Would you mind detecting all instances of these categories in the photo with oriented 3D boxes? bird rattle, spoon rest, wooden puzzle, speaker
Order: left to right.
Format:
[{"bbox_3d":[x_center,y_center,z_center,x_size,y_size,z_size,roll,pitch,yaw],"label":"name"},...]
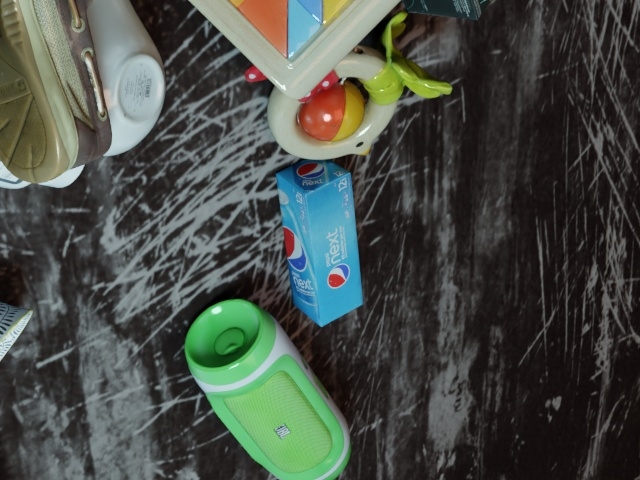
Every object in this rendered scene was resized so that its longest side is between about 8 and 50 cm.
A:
[{"bbox_3d":[-0.201,-0.223,1.452,0.137,0.084,0.276,-1,105,-55],"label":"spoon rest"},{"bbox_3d":[-0.063,0.202,1.834,0.131,0.131,0.296,-44,136,-11],"label":"speaker"},{"bbox_3d":[-0.030,-0.299,1.500,0.238,0.044,0.221,43,98,-15],"label":"wooden puzzle"},{"bbox_3d":[0.019,-0.174,1.676,0.253,0.143,0.207,-7,136,-35],"label":"bird rattle"}]

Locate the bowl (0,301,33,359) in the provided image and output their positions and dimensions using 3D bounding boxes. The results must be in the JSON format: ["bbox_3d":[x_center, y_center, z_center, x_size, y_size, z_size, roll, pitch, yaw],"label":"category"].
[{"bbox_3d":[-0.387,0.117,1.509,0.080,0.170,0.170,38,87,-4],"label":"bowl"}]

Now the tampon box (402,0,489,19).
[{"bbox_3d":[0.162,-0.357,1.663,0.161,0.101,0.120,-57,141,-25],"label":"tampon box"}]

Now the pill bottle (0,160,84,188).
[{"bbox_3d":[-0.326,-0.109,1.421,0.180,0.108,0.108,14,106,-46],"label":"pill bottle"}]

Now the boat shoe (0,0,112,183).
[{"bbox_3d":[-0.271,-0.231,1.343,0.123,0.123,0.342,-25,102,-48],"label":"boat shoe"}]

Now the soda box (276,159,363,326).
[{"bbox_3d":[0.000,0.000,1.803,0.071,0.067,0.210,-27,130,-26],"label":"soda box"}]
